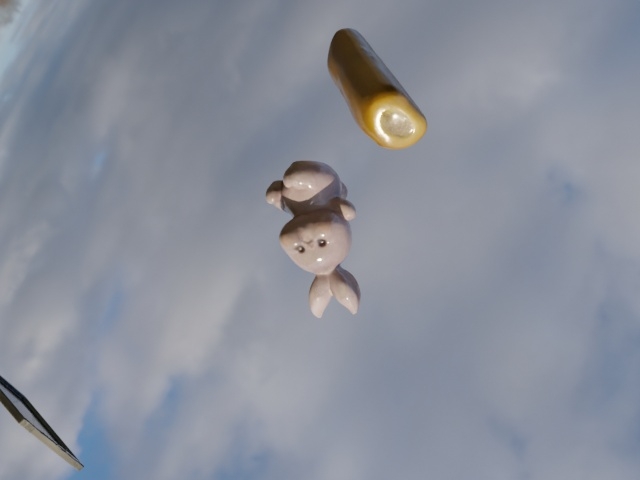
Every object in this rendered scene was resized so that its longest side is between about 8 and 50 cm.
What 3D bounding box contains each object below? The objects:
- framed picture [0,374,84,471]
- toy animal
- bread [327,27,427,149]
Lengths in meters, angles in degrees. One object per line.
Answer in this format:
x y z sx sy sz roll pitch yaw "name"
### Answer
-0.469 0.264 1.545 0.016 0.250 0.184 -43 -115 -14 "framed picture"
-0.002 0.000 1.364 0.124 0.124 0.212 -31 -114 47 "toy animal"
0.063 -0.196 1.269 0.074 0.092 0.239 -42 -148 12 "bread"
